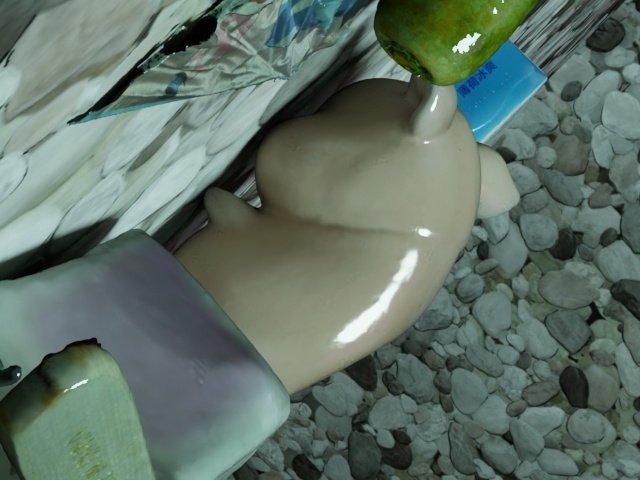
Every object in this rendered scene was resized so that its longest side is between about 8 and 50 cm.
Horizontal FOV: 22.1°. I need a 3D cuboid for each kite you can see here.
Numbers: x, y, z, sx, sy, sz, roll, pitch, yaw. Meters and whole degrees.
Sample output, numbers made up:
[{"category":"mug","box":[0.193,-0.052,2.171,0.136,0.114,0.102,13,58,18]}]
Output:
[{"category":"kite","box":[0.033,-0.154,0.763,0.406,0.014,0.368,-42,176,-24]}]

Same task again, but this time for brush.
[{"category":"brush","box":[-0.076,0.109,0.634,0.085,0.020,0.336,-35,159,-12]}]

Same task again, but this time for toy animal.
[{"category":"toy animal","box":[0.003,0.002,1.042,0.250,0.154,0.166,-47,167,1]}]

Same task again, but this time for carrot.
[{"category":"carrot","box":[0.166,-0.230,0.922,0.358,0.074,0.074,-47,176,-2]}]

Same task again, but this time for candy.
[{"category":"candy","box":[-0.192,0.164,0.840,0.358,0.145,0.208,-46,175,17]}]

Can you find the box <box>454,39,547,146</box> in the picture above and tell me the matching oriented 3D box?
[{"category":"box","box":[0.141,-0.118,1.668,0.139,0.073,0.194,-43,176,-12]}]

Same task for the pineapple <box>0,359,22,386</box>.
[{"category":"pineapple","box":[-0.181,0.093,0.470,0.278,0.158,0.158,-56,175,1]}]
